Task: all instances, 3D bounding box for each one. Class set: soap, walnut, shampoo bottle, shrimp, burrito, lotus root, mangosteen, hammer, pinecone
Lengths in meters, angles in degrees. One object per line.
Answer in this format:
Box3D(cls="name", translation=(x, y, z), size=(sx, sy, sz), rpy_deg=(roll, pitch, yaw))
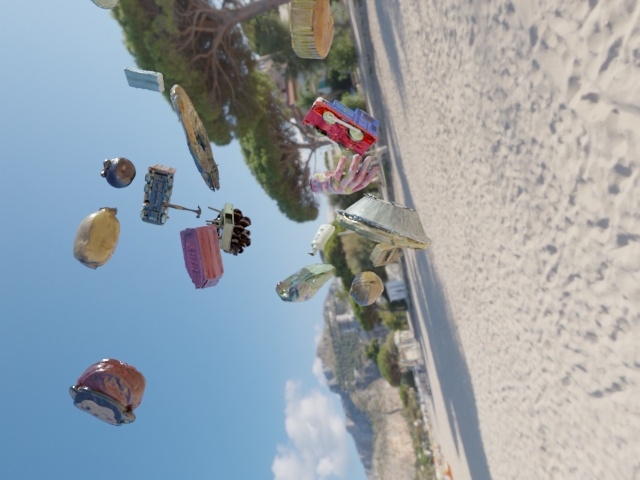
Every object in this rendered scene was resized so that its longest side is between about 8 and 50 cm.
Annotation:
Box3D(cls="soap", translation=(-0.464, 0.067, 1.656), size=(0.099, 0.162, 0.249), rpy_deg=(-12, -87, -45))
Box3D(cls="walnut", translation=(0.145, 0.154, 1.321), size=(0.124, 0.105, 0.105), rpy_deg=(105, 162, -56))
Box3D(cls="shampoo bottle", translation=(0.000, 0.000, 1.320), size=(0.141, 0.049, 0.034), rpy_deg=(-60, -22, -44))
Box3D(cls="shrimp", translation=(-0.444, -0.340, 1.524), size=(0.444, 0.085, 0.272), rpy_deg=(79, 171, -46))
Box3D(cls="burrito", translation=(-0.051, 0.142, 1.363), size=(0.229, 0.144, 0.089), rpy_deg=(-30, -75, -59))
Box3D(cls="lotus root", translation=(-0.661, -0.019, 1.246), size=(0.118, 0.125, 0.220), rpy_deg=(24, -123, -35))
Box3D(cls="mangosteen", translation=(-0.949, -0.321, 1.948), size=(0.152, 0.153, 0.152), rpy_deg=(-12, -90, -81))
Box3D(cls="hammer", translation=(-0.712, -0.169, 2.136), size=(0.021, 0.201, 0.078), rpy_deg=(120, 159, -51))
Box3D(cls="pinecone", translation=(-0.490, -0.046, 2.334), size=(0.309, 0.244, 0.244), rpy_deg=(55, 169, 49))

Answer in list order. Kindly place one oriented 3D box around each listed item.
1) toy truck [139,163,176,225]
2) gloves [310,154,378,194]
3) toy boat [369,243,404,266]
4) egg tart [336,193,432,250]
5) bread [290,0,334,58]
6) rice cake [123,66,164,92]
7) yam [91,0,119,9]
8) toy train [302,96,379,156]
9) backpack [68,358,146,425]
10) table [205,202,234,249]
Box3D(cls="toy truck", translation=(-0.845, -0.242, 2.185), size=(0.162, 0.137, 0.305), rpy_deg=(-102, 28, -66))
Box3D(cls="gloves", translation=(0.092, -0.221, 1.492), size=(0.145, 0.241, 0.126), rpy_deg=(40, -124, -51))
Box3D(cls="toy boat", translation=(0.334, 0.059, 2.063), size=(0.061, 0.188, 0.116), rpy_deg=(50, 132, 33))
Box3D(cls="egg tart", translation=(0.150, -0.047, 0.961), size=(0.234, 0.234, 0.094), rpy_deg=(-27, -45, -81))
Box3D(cls="bread", translation=(-0.028, -0.801, 1.526), size=(0.179, 0.133, 0.249), rpy_deg=(-25, -59, -69))
Box3D(cls="rice cake", translation=(-0.756, -0.690, 1.786), size=(0.040, 0.226, 0.084), rpy_deg=(-48, -34, -39))
Box3D(cls="yam", translation=(-0.703, -0.807, 1.341), size=(0.194, 0.107, 0.107), rpy_deg=(48, 164, 47))
Box3D(cls="toy train", translation=(0.061, -0.327, 1.176), size=(0.204, 0.083, 0.131), rpy_deg=(28, -129, -17))
Box3D(cls="backpack", translation=(-0.661, 0.472, 1.324), size=(0.138, 0.230, 0.229), rpy_deg=(-82, -22, -64))
Box3D(cls="table", translation=(-0.444, -0.071, 1.814), size=(0.240, 0.111, 0.121), rpy_deg=(-115, 38, -62))
